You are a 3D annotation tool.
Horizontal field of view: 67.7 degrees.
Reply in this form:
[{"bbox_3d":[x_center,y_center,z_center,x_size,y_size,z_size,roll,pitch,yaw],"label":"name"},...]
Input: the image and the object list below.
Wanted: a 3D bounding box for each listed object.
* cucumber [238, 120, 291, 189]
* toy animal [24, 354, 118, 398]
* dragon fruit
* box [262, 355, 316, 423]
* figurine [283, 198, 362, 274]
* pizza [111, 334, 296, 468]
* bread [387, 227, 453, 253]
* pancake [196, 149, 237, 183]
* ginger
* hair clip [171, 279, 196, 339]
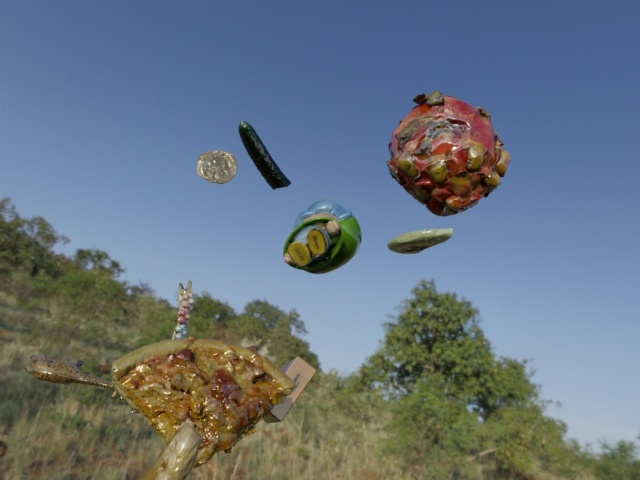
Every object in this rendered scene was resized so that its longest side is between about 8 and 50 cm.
[{"bbox_3d":[-0.159,-0.227,1.290,0.214,0.058,0.052,57,-7,-27],"label":"cucumber"},{"bbox_3d":[-0.569,0.307,1.096,0.275,0.054,0.149,3,-16,33],"label":"toy animal"},{"bbox_3d":[0.361,-0.197,1.245,0.314,0.263,0.296,21,-64,-30],"label":"dragon fruit"},{"bbox_3d":[-0.103,0.401,1.266,0.070,0.152,0.237,39,-26,0],"label":"box"},{"bbox_3d":[0.000,0.000,0.962,0.143,0.162,0.263,50,13,0],"label":"figurine"},{"bbox_3d":[-0.189,0.269,0.821,0.335,0.226,0.086,17,-52,-26],"label":"pizza"},{"bbox_3d":[0.223,0.008,1.155,0.112,0.036,0.193,0,-14,-20],"label":"bread"},{"bbox_3d":[-0.375,-0.270,1.728,0.152,0.151,0.025,17,-25,-6],"label":"pancake"},{"bbox_3d":[-0.251,0.346,0.592,0.081,0.334,0.148,49,21,7],"label":"ginger"},{"bbox_3d":[-0.419,0.225,1.469,0.056,0.214,0.062,-7,-26,11],"label":"hair clip"}]
